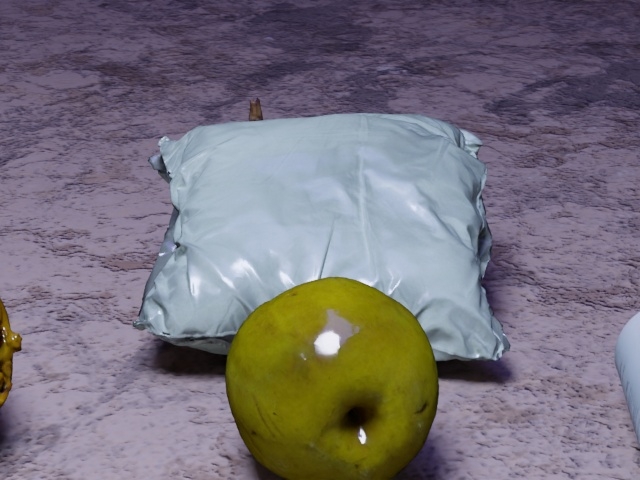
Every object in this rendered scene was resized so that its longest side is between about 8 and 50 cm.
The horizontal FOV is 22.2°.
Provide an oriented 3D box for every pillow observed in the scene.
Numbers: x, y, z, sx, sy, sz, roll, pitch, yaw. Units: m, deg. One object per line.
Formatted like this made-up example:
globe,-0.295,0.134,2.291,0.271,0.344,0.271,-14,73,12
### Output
pillow,0.000,0.000,1.381,0.310,0.138,0.283,0,40,-5

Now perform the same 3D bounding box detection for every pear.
pear,0.007,0.097,1.144,0.149,0.148,0.162,-5,25,-16

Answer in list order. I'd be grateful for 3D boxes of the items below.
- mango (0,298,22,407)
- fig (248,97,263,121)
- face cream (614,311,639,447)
mango,-0.356,0.070,1.189,0.287,0.152,0.201,5,31,16
fig,-0.066,-0.048,1.553,0.119,0.153,0.119,-24,3,1
face cream,0.264,0.139,1.123,0.092,0.092,0.311,2,21,3
